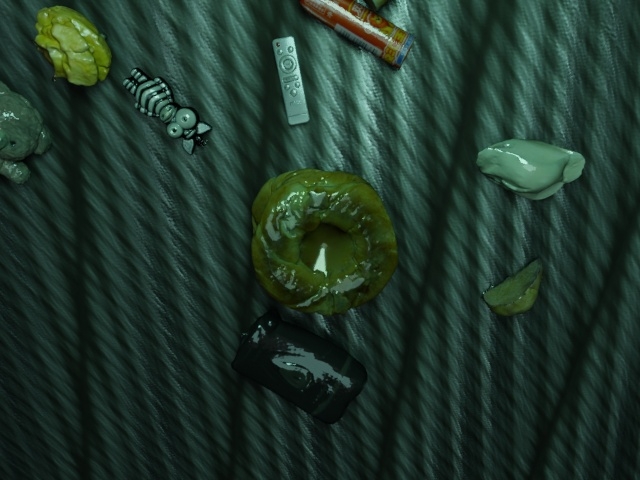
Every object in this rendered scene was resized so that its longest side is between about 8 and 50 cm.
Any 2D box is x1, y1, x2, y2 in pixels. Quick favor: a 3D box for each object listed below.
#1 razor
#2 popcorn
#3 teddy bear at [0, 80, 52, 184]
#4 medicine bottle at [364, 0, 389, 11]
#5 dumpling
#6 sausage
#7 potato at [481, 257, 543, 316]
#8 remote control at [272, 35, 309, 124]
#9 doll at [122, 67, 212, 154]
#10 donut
[{"bbox_3d":[-0.054,0.334,1.274,0.349,0.113,0.204,33,107,-7],"label":"razor"},{"bbox_3d":[-0.514,-0.402,1.009,0.152,0.148,0.167,-39,90,-16],"label":"popcorn"},{"bbox_3d":[-0.754,-0.223,1.084,0.267,0.151,0.236,-22,129,13],"label":"teddy bear"},{"bbox_3d":[0.188,-0.598,0.897,0.322,0.151,0.151,-37,105,14],"label":"medicine bottle"},{"bbox_3d":[0.455,-0.155,1.079,0.229,0.124,0.151,13,147,3],"label":"dumpling"},{"bbox_3d":[0.064,-0.456,0.999,0.274,0.074,0.074,28,109,-6],"label":"sausage"},{"bbox_3d":[0.500,0.136,1.187,0.172,0.100,0.089,-37,110,11],"label":"potato"},{"bbox_3d":[-0.064,-0.352,1.070,0.050,0.027,0.184,-10,105,5],"label":"remote control"},{"bbox_3d":[-0.342,-0.291,1.082,0.219,0.067,0.091,42,103,-14],"label":"doll"},{"bbox_3d":[0.000,0.000,1.123,0.361,0.170,0.360,-1,110,-3],"label":"donut"}]
